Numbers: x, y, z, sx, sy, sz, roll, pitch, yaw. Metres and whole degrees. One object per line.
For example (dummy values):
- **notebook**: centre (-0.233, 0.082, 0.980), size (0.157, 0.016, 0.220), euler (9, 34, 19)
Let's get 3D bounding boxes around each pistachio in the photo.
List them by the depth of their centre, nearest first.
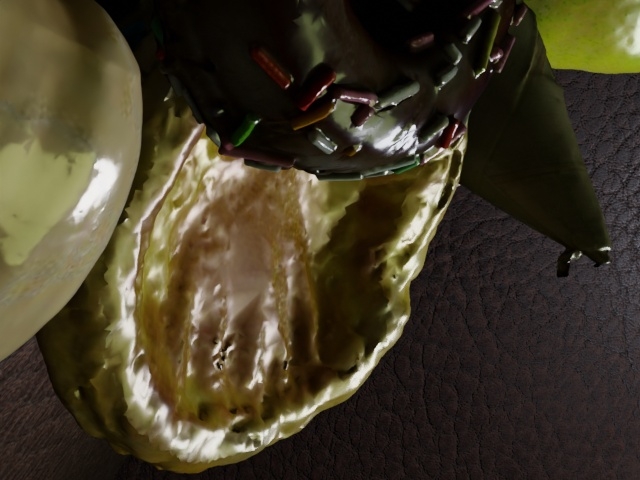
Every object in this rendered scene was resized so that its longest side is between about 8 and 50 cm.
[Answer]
- **pistachio**: centre (-0.157, -0.005, 0.369), size (0.229, 0.157, 0.157), euler (-49, 179, 19)

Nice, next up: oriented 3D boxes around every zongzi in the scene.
- **zongzi**: centre (0.096, -0.128, 1.083), size (0.181, 0.418, 0.447), euler (-27, 174, -9)

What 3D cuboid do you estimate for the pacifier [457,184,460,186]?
- **pacifier**: centre (-0.006, -0.031, 1.204), size (0.273, 0.332, 0.220), euler (93, -15, -45)

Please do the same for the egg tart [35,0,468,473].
- **egg tart**: centre (-0.053, -0.032, 0.780), size (0.388, 0.169, 0.388), euler (-25, 126, -40)

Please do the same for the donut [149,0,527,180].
- **donut**: centre (0.019, -0.158, 0.606), size (0.270, 0.103, 0.269), euler (-12, 106, -49)

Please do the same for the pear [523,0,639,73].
- **pear**: centre (0.278, -0.361, 1.149), size (0.391, 0.391, 0.391), euler (-52, 177, -4)
